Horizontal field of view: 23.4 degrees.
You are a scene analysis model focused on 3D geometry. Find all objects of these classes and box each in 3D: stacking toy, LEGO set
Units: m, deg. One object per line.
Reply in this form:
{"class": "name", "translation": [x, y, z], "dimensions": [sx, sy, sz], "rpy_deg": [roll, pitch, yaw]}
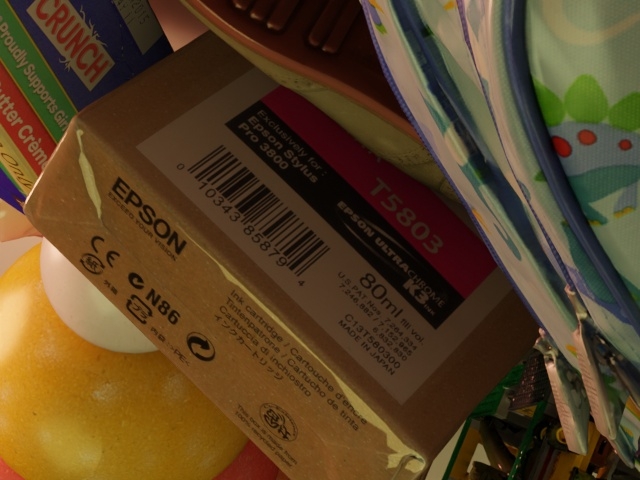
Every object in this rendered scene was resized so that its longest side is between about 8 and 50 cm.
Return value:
{"class": "stacking toy", "translation": [-0.139, 0.105, 1.105], "dimensions": [0.350, 0.350, 0.480], "rpy_deg": [31, 149, 5]}
{"class": "LEGO set", "translation": [0.173, 0.184, 0.902], "dimensions": [0.192, 0.255, 0.331], "rpy_deg": [23, 163, 0]}

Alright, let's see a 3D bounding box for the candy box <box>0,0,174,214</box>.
{"class": "candy box", "translation": [-0.239, -0.165, 0.872], "dimensions": [0.317, 0.122, 0.268], "rpy_deg": [30, 159, 33]}

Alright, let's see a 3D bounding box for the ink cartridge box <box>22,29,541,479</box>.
{"class": "ink cartridge box", "translation": [0.000, 0.000, 0.793], "dimensions": [0.234, 0.193, 0.088], "rpy_deg": [43, 136, 5]}

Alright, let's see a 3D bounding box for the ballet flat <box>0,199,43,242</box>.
{"class": "ballet flat", "translation": [-0.306, -0.080, 1.169], "dimensions": [0.400, 0.139, 0.139], "rpy_deg": [30, 156, 8]}

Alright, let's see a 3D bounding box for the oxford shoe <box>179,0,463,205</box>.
{"class": "oxford shoe", "translation": [0.003, -0.110, 0.739], "dimensions": [0.348, 0.123, 0.130], "rpy_deg": [39, 163, -8]}

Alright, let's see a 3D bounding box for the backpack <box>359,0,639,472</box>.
{"class": "backpack", "translation": [0.160, -0.059, 0.456], "dimensions": [0.355, 0.290, 0.273], "rpy_deg": [55, -166, -9]}

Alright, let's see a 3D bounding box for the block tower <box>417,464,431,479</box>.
{"class": "block tower", "translation": [0.024, 0.112, 1.109], "dimensions": [0.091, 0.097, 0.335], "rpy_deg": [19, 164, 16]}
